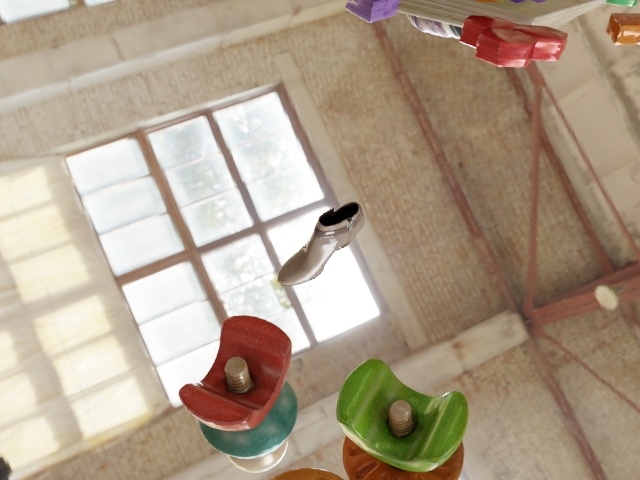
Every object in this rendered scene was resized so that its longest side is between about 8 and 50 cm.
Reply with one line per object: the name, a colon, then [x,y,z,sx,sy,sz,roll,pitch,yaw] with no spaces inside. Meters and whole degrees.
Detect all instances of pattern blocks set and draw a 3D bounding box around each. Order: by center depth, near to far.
pattern blocks set: [0.163,-0.217,0.776,0.285,0.325,0.026,31,-53,37]

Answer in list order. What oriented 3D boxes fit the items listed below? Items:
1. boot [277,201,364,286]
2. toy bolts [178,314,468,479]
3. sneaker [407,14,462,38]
boot: [0.000,0.000,0.982,0.042,0.118,0.087,47,-21,19]
toy bolts: [-0.015,0.194,0.711,0.228,0.218,0.158,23,-34,22]
sneaker: [0.141,-0.385,1.002,0.124,0.107,0.283,27,-60,52]
